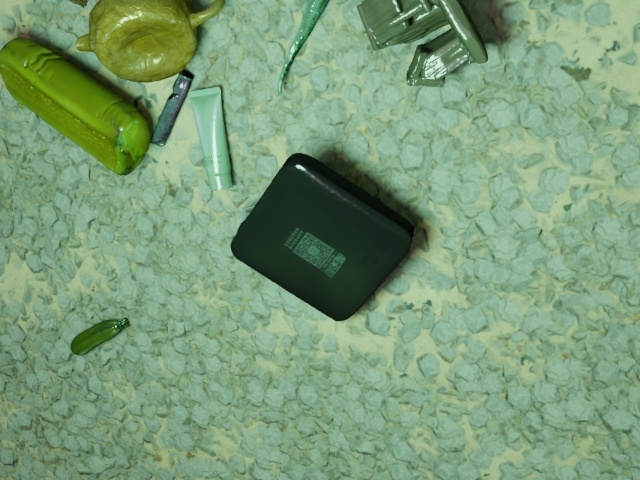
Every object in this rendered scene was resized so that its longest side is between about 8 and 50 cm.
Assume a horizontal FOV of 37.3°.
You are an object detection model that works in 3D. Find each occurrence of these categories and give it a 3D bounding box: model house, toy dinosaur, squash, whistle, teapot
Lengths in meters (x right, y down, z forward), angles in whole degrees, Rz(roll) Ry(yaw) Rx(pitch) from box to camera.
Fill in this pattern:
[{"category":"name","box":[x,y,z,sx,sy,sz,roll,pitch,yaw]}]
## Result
[{"category":"model house","box":[0.168,-0.370,1.615,0.188,0.122,0.229,-26,98,32]},{"category":"toy dinosaur","box":[-0.044,-0.454,1.707,0.129,0.076,0.383,25,126,-12]},{"category":"squash","box":[-0.511,0.219,2.178,0.183,0.052,0.052,-27,95,31]},{"category":"whistle","box":[-0.302,-0.266,1.921,0.033,0.033,0.176,35,118,11]},{"category":"teapot","box":[-0.330,-0.423,1.816,0.311,0.203,0.167,-22,54,9]}]

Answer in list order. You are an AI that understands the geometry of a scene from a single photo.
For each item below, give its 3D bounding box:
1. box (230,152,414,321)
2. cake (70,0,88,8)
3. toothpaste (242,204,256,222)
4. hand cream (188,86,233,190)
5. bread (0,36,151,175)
[{"category":"box","box":[0.000,0.000,1.797,0.289,0.073,0.290,33,131,-5]},{"category":"cake","box":[-0.518,-0.592,1.801,0.113,0.116,0.295,23,151,29]},{"category":"toothpaste","box":[-0.055,-0.055,1.874,0.193,0.070,0.044,-11,74,27]},{"category":"hand cream","box":[-0.214,-0.201,1.896,0.078,0.050,0.204,-3,102,32]},{"category":"bread","box":[-0.502,-0.286,1.959,0.384,0.112,0.166,34,147,15]}]
